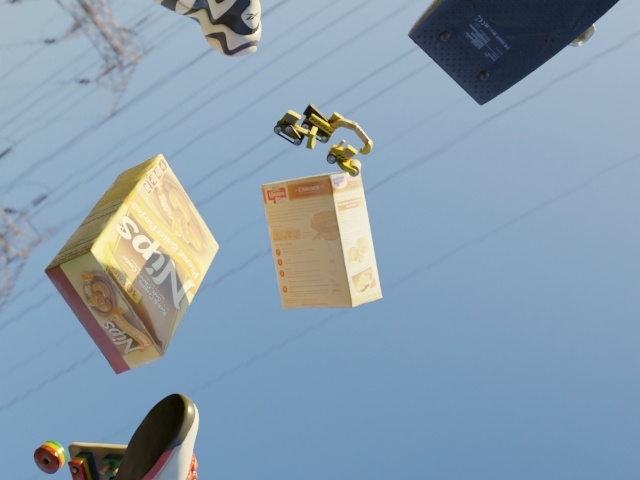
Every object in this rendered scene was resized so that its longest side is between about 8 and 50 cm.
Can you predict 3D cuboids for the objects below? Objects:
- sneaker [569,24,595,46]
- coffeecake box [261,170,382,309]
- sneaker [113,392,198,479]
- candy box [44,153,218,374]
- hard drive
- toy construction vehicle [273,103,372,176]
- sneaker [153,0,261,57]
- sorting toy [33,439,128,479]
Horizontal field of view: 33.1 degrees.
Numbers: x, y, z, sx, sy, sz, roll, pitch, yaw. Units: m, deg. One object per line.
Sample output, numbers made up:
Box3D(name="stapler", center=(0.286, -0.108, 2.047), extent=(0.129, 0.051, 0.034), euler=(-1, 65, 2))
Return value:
Box3D(name="sneaker", center=(0.318, -0.348, 1.473), extent=(0.087, 0.228, 0.092), euler=(-45, -123, 8))
Box3D(name="coffeecake box", center=(0.000, 0.000, 1.534), extent=(0.142, 0.186, 0.068), euler=(-5, -173, 45))
Box3D(name="sneaker", center=(-0.179, 0.317, 1.341), extent=(0.270, 0.145, 0.090), euler=(-61, -151, 13))
Box3D(name="candy box", center=(-0.262, 0.026, 1.563), extent=(0.087, 0.183, 0.316), euler=(-23, -158, 20))
Box3D(name="hard drive", center=(0.252, -0.304, 1.367), extent=(0.254, 0.172, 0.054), euler=(-38, -147, 24))
Box3D(name="toy construction vehicle", center=(0.007, -0.110, 1.108), extent=(0.035, 0.098, 0.086), euler=(-57, -177, 21))
Box3D(name="sneaker", center=(-0.162, -0.383, 1.520), extent=(0.094, 0.153, 0.235), euler=(-20, -124, -38))
Box3D(name="sorting toy", center=(-0.303, 0.368, 1.582), extent=(0.274, 0.132, 0.046), euler=(-2, -161, 26))
